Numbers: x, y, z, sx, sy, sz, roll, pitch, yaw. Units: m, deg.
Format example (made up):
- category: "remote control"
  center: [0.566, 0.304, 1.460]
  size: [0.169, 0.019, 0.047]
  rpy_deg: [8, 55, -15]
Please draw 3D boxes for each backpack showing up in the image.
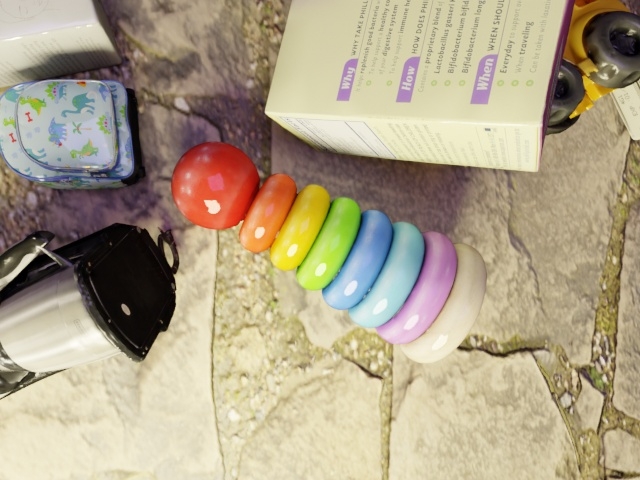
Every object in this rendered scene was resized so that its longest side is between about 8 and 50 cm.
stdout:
- category: "backpack"
  center: [-0.239, -0.102, 0.390]
  size: [0.114, 0.084, 0.105]
  rpy_deg: [-6, 90, -11]

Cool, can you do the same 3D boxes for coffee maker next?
- category: "coffee maker"
  center: [-0.235, 0.067, 0.373]
  size: [0.178, 0.171, 0.120]
  rpy_deg: [-20, 89, 5]

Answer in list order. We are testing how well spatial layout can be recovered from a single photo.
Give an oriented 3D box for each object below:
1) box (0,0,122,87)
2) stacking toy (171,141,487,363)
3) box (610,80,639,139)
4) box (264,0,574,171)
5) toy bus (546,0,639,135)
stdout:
- category: "box"
  center: [-0.297, -0.223, 0.370]
  size: [0.170, 0.091, 0.130]
  rpy_deg: [-17, 95, -13]
- category: "stacking toy"
  center: [0.000, 0.000, 0.438]
  size: [0.330, 0.141, 0.141]
  rpy_deg: [27, 85, -5]
- category: "box"
  center: [0.531, -0.257, 0.538]
  size: [0.232, 0.148, 0.127]
  rpy_deg: [-34, 97, -11]
- category: "box"
  center: [0.097, -0.194, 0.388]
  size: [0.242, 0.117, 0.214]
  rpy_deg: [11, 87, 28]
- category: "toy bus"
  center: [0.233, -0.223, 0.480]
  size: [0.220, 0.149, 0.212]
  rpy_deg: [-29, 84, -9]
